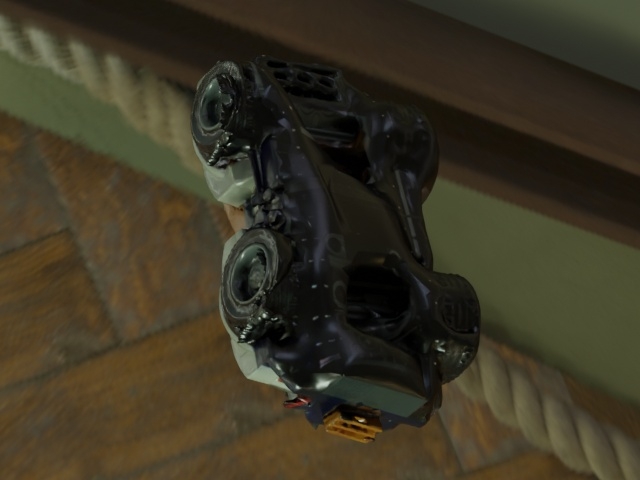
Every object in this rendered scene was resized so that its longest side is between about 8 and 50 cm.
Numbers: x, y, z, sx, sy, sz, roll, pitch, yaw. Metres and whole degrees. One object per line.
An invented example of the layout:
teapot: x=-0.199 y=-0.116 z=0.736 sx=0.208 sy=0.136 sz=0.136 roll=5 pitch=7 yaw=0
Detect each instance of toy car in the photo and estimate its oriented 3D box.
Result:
toy car: x=-0.001 y=0.002 z=1.316 sx=0.193 sy=0.301 sz=0.118 roll=18 pitch=137 yaw=-36
